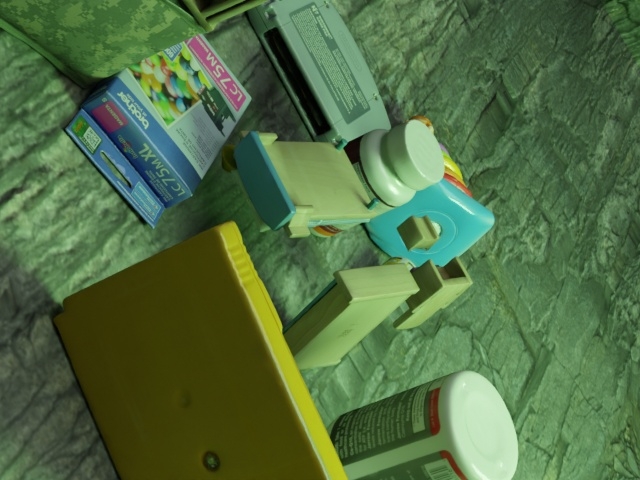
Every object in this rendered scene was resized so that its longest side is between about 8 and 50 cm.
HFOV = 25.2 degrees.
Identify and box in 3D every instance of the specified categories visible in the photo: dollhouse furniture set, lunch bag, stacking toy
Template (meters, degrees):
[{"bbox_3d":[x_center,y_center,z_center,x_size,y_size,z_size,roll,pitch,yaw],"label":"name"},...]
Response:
[{"bbox_3d":[0.000,0.000,2.036,0.286,0.198,0.303,-5,60,-46],"label":"dollhouse furniture set"},{"bbox_3d":[-0.098,-0.374,1.737,0.129,0.129,0.183,52,40,-28],"label":"dollhouse furniture set"},{"bbox_3d":[-0.304,-0.350,1.767,0.287,0.235,0.169,36,48,-40],"label":"lunch bag"},{"bbox_3d":[0.169,-0.111,2.390,0.175,0.166,0.302,33,33,-26],"label":"stacking toy"}]

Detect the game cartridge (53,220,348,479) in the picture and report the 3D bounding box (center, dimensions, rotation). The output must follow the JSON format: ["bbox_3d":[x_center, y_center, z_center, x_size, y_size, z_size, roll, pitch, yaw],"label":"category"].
[{"bbox_3d":[-0.143,0.173,1.623,0.053,0.285,0.323,-21,88,-56],"label":"game cartridge"}]

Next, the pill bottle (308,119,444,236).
[{"bbox_3d":[0.068,-0.095,2.147,0.121,0.221,0.121,33,45,-40],"label":"pill bottle"}]

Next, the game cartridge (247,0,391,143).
[{"bbox_3d":[0.004,-0.283,2.331,0.297,0.062,0.198,62,29,-7],"label":"game cartridge"}]

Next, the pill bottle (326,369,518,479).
[{"bbox_3d":[0.104,0.288,1.900,0.161,0.283,0.161,33,45,-40],"label":"pill bottle"}]

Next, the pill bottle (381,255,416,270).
[{"bbox_3d":[0.104,0.073,2.236,0.065,0.065,0.116,62,33,-6],"label":"pill bottle"}]

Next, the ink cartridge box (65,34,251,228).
[{"bbox_3d":[-0.213,-0.176,1.952,0.186,0.065,0.311,52,37,-20],"label":"ink cartridge box"}]
